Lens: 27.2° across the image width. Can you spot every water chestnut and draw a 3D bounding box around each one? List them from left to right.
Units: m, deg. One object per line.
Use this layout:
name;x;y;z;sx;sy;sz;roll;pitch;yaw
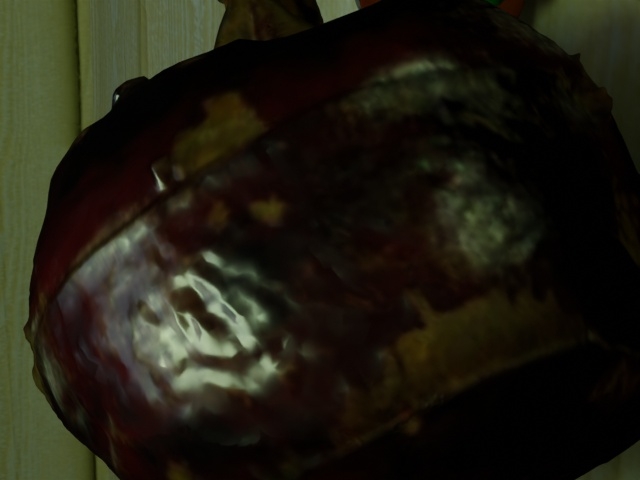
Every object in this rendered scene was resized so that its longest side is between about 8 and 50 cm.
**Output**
water chestnut;0.000;0.000;0.664;0.347;0.335;0.335;62;156;16

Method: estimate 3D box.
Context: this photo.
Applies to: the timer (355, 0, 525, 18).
timer;0.076;-0.160;0.762;0.136;0.099;0.136;49;150;42
